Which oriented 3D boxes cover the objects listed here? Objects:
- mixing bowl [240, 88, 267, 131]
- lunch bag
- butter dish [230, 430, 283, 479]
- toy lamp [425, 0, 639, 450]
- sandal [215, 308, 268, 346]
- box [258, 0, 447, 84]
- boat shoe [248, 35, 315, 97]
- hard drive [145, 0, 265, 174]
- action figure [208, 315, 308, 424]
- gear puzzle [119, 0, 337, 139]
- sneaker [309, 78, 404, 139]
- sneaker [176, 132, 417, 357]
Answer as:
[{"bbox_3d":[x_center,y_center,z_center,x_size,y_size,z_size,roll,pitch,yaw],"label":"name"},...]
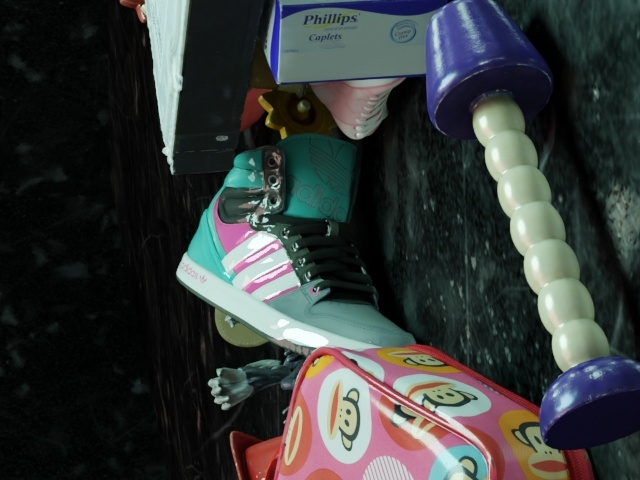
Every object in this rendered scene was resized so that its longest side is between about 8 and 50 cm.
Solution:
[{"bbox_3d":[-0.113,-0.198,1.680,0.181,0.098,0.181,173,90,-76],"label":"mixing bowl"},{"bbox_3d":[0.041,0.221,0.947,0.258,0.120,0.293,28,110,52],"label":"lunch bag"},{"bbox_3d":[0.005,0.247,1.374,0.160,0.118,0.160,34,-151,-48],"label":"butter dish"},{"bbox_3d":[0.119,-0.022,0.806,0.080,0.080,0.275,104,153,-57],"label":"toy lamp"},{"bbox_3d":[-0.060,0.024,1.670,0.079,0.088,0.240,-65,-6,-45],"label":"sandal"},{"bbox_3d":[0.013,-0.185,1.067,0.137,0.126,0.072,-109,20,-46],"label":"box"},{"bbox_3d":[-0.048,-0.264,1.310,0.122,0.120,0.324,99,160,-52],"label":"boat shoe"},{"bbox_3d":[-0.098,-0.230,1.116,0.339,0.064,0.237,108,155,-65],"label":"hard drive"},{"bbox_3d":[-0.048,0.089,1.454,0.275,0.141,0.164,-144,48,-69],"label":"action figure"},{"bbox_3d":[-0.102,-0.218,1.359,0.339,0.175,0.044,48,137,-1],"label":"gear puzzle"},{"bbox_3d":[0.042,-0.120,1.166,0.134,0.051,0.070,8,134,60],"label":"sneaker"},{"bbox_3d":[0.000,0.000,1.257,0.295,0.124,0.178,26,98,44],"label":"sneaker"}]
